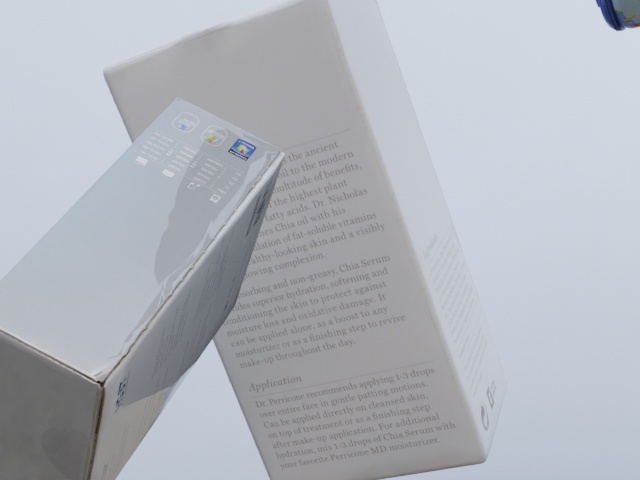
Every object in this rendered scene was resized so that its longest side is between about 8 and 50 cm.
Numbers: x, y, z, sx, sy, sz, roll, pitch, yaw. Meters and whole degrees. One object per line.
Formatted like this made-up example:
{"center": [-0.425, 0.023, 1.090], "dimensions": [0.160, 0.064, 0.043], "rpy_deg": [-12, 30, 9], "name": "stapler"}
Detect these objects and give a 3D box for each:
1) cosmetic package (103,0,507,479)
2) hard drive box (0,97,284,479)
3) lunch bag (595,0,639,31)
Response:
{"center": [0.000, 0.000, 0.962], "dimensions": [0.230, 0.454, 0.161], "rpy_deg": [-14, 15, 23], "name": "cosmetic package"}
{"center": [-0.128, 0.046, 0.665], "dimensions": [0.089, 0.232, 0.181], "rpy_deg": [27, -45, 6], "name": "hard drive box"}
{"center": [0.282, -0.288, 0.816], "dimensions": [0.090, 0.219, 0.176], "rpy_deg": [3, -42, 36], "name": "lunch bag"}
